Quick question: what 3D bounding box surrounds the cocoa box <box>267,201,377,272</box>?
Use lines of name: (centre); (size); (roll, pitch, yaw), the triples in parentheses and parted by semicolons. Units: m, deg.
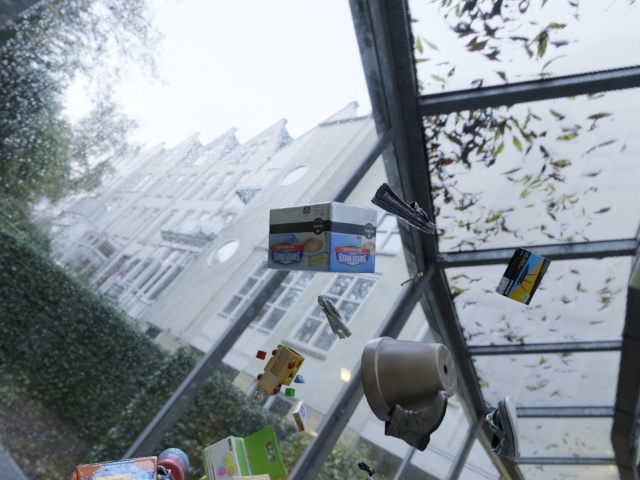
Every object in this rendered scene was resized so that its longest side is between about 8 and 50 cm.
cocoa box: (0.000, 0.000, 1.605); (0.231, 0.228, 0.347); (6, -5, -42)

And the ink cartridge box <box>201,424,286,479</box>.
ink cartridge box: (-0.274, 0.786, 1.598); (0.097, 0.255, 0.189); (52, 12, -55)

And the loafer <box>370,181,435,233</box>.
loafer: (0.331, -0.120, 1.711); (0.302, 0.095, 0.109); (25, 6, -23)

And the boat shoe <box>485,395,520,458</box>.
boat shoe: (0.583, 0.605, 1.446); (0.099, 0.116, 0.319); (-5, -48, 24)

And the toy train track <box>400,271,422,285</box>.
toy train track: (0.311, 0.134, 1.529); (0.014, 0.083, 0.048); (62, 0, 45)

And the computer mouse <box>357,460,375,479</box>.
computer mouse: (0.211, 1.065, 1.967); (0.106, 0.042, 0.193); (4, -72, 58)

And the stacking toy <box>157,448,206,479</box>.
stacking toy: (-0.554, 1.002, 1.826); (0.308, 0.280, 0.130); (27, 7, -4)

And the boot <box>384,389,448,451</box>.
boot: (0.327, 0.606, 1.565); (0.161, 0.247, 0.083); (24, 12, 3)

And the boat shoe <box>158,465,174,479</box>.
boat shoe: (-0.495, 0.749, 1.383); (0.108, 0.102, 0.301); (-11, -33, 14)

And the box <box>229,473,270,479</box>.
box: (-0.178, 0.711, 1.163); (0.130, 0.091, 0.170); (25, 25, -46)

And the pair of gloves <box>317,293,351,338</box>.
pair of gloves: (0.045, 0.310, 1.816); (0.204, 0.042, 0.240); (57, -11, 9)

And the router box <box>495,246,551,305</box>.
router box: (0.716, 0.126, 1.595); (0.133, 0.179, 0.046); (20, 9, -21)

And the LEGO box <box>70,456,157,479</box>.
LEGO box: (-0.457, 0.810, 0.961); (0.193, 0.501, 0.372); (1, 11, -17)

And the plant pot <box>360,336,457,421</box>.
plant pot: (0.351, 0.511, 1.721); (0.280, 0.323, 0.323); (-19, -57, 31)

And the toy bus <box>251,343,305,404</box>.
toy bus: (-0.142, 0.476, 1.615); (0.202, 0.191, 0.104); (-20, -31, 19)

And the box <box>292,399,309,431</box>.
box: (-0.078, 0.721, 1.865); (0.136, 0.028, 0.081); (-13, 81, -83)
